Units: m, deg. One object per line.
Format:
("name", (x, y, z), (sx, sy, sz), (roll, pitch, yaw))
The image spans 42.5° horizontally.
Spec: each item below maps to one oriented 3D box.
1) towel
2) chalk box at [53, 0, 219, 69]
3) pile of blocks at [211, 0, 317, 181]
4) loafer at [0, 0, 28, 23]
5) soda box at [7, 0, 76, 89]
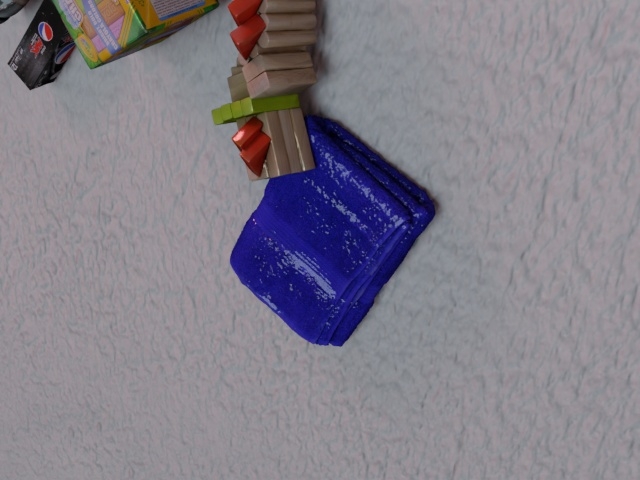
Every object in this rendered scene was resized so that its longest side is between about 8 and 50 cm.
("towel", (0.000, 0.000, 1.160), (0.227, 0.076, 0.308), (38, 129, 8))
("chalk box", (-0.265, -0.322, 1.104), (0.213, 0.132, 0.132), (-12, 109, 50))
("pile of blocks", (-0.085, -0.237, 1.032), (0.149, 0.112, 0.362), (24, 117, 39))
("loafer", (-0.511, -0.462, 1.223), (0.084, 0.096, 0.267), (-16, 103, 25))
("soda box", (-0.417, -0.309, 1.269), (0.060, 0.053, 0.169), (50, 130, -1))
